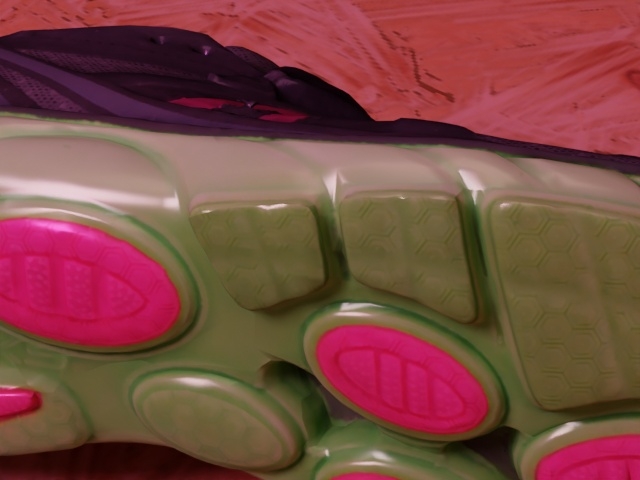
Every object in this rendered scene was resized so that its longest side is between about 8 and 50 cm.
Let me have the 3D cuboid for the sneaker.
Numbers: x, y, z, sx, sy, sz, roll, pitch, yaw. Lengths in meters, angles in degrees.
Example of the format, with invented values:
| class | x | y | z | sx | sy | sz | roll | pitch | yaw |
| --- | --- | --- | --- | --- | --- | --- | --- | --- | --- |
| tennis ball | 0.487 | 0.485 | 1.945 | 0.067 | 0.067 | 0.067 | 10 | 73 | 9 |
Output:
| class | x | y | z | sx | sy | sz | roll | pitch | yaw |
| --- | --- | --- | --- | --- | --- | --- | --- | --- | --- |
| sneaker | 0.000 | 0.000 | 0.650 | 0.483 | 0.185 | 0.202 | 14 | 34 | 13 |
